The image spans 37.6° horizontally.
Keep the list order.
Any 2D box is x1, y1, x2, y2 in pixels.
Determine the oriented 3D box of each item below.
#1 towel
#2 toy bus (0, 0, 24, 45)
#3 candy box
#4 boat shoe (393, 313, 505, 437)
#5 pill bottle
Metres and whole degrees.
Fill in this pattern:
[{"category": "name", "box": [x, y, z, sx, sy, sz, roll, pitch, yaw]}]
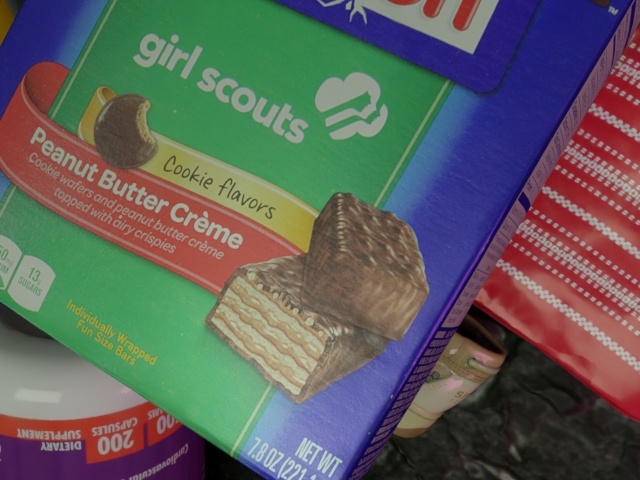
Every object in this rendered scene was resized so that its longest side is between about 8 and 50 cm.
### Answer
[{"category": "towel", "box": [0.214, -0.024, 0.565, 0.198, 0.031, 0.275, 37, 121, -1]}, {"category": "toy bus", "box": [-0.256, -0.266, 0.510, 0.108, 0.130, 0.333, 3, 144, 18]}, {"category": "candy box", "box": [-0.017, -0.070, 0.495, 0.268, 0.122, 0.317, 31, 94, 12]}, {"category": "boat shoe", "box": [0.000, 0.000, 0.619, 0.089, 0.104, 0.285, -40, 100, 22]}, {"category": "pill bottle", "box": [-0.178, 0.185, 0.719, 0.181, 0.181, 0.323, 10, 117, 15]}]
